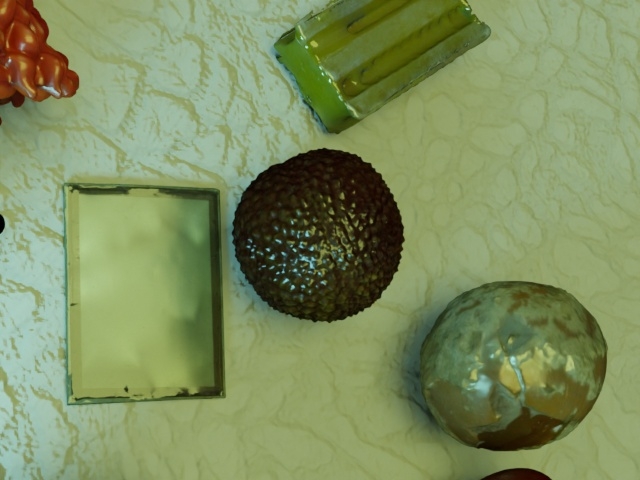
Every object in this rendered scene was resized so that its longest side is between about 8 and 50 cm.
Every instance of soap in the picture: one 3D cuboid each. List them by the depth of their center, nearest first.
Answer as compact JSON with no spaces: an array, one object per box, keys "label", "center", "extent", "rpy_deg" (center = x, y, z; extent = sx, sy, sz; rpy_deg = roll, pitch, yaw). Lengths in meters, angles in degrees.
[{"label":"soap","center":[0.073,-0.235,1.262],"extent":[0.233,0.076,0.135],"rpy_deg":[-36,96,-25]}]

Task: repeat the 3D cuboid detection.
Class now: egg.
[{"label":"egg","center":[0.217,0.137,1.199],"extent":[0.233,0.195,0.195],"rpy_deg":[-2,82,-37]}]

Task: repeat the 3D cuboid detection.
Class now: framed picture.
[{"label":"framed picture","center":[-0.183,0.054,1.136],"extent":[0.173,0.010,0.231],"rpy_deg":[2,80,-23]}]

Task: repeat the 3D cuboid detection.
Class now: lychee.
[{"label":"lychee","center":[-0.002,-0.004,1.139],"extent":[0.194,0.194,0.194],"rpy_deg":[4,79,-23]}]

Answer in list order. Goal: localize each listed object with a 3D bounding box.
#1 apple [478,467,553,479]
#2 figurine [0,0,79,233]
[{"label":"apple","center":[0.210,0.343,1.173],"extent":[0.168,0.181,0.181],"rpy_deg":[-33,95,0]},{"label":"figurine","center":[-0.390,-0.134,0.949],"extent":[0.306,0.241,0.412],"rpy_deg":[28,67,-14]}]
